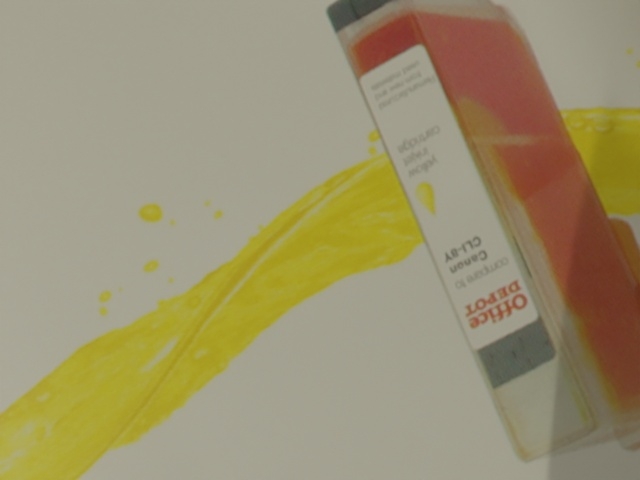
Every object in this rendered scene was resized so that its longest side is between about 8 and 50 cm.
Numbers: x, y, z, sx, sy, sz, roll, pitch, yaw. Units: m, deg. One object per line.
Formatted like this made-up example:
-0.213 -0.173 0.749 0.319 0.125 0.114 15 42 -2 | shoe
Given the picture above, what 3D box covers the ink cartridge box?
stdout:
0.000 0.000 0.656 0.279 0.160 0.385 -24 -97 13 | ink cartridge box
